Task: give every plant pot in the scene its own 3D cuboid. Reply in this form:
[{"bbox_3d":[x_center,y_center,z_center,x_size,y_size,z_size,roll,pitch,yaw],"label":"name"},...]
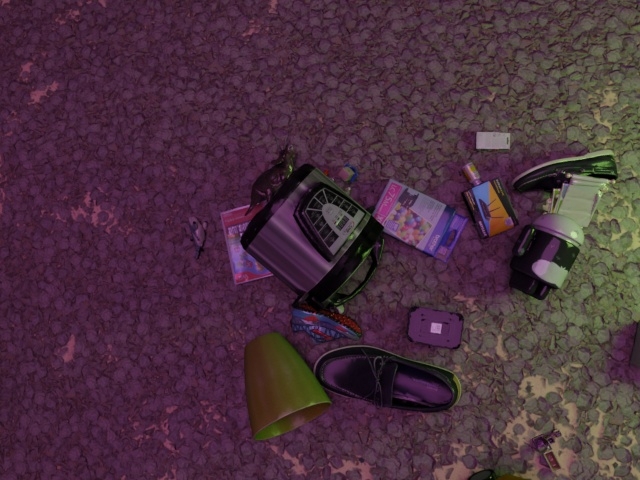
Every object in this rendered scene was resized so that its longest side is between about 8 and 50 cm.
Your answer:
[{"bbox_3d":[-0.147,0.474,1.648,0.274,0.275,0.294,-30,62,5],"label":"plant pot"}]

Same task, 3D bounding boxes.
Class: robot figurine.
[{"bbox_3d":[0.726,0.047,1.577,0.173,0.209,0.278,28,95,26],"label":"robot figurine"}]

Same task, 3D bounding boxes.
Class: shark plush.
[{"bbox_3d":[-0.473,-0.013,1.869,0.067,0.073,0.161,-3,103,28],"label":"shark plush"}]

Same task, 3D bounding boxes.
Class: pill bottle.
[{"bbox_3d":[0.535,-0.230,1.714,0.043,0.043,0.083,-28,79,5],"label":"pill bottle"}]

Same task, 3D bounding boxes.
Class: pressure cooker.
[{"bbox_3d":[-0.001,0.000,1.600,0.420,0.375,0.370,41,111,-4],"label":"pressure cooker"}]

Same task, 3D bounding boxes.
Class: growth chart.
[{"bbox_3d":[0.823,-0.114,1.594,0.171,0.021,0.237,15,127,6],"label":"growth chart"}]

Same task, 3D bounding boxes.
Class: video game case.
[{"bbox_3d":[-0.253,0.006,1.827,0.204,0.025,0.285,-15,81,7],"label":"video game case"}]

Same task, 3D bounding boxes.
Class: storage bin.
[{"bbox_3d":[0.386,0.294,1.651,0.180,0.084,0.122,8,84,11],"label":"storage bin"}]

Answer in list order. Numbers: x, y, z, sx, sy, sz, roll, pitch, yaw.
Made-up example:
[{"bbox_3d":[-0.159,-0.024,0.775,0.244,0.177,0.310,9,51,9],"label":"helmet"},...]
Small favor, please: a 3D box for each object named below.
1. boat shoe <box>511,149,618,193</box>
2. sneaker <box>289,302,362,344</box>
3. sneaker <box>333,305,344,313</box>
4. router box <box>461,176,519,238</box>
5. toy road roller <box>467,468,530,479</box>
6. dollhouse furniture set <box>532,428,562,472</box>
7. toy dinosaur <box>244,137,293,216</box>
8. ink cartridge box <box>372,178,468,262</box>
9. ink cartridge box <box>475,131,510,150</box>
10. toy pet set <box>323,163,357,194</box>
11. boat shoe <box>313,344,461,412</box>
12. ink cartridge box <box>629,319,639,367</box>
[{"bbox_3d":[0.819,-0.202,1.621,0.340,0.127,0.113,-12,69,-2],"label":"boat shoe"},{"bbox_3d":[0.018,0.313,1.718,0.261,0.104,0.125,17,103,15],"label":"sneaker"},{"bbox_3d":[0.016,0.215,1.745,0.158,0.061,0.065,42,107,19],"label":"sneaker"},{"bbox_3d":[0.583,-0.111,1.675,0.133,0.046,0.179,-24,90,5],"label":"router box"},{"bbox_3d":[0.516,0.840,1.433,0.240,0.329,0.203,-20,79,-22],"label":"toy road roller"},{"bbox_3d":[0.748,0.674,1.539,0.091,0.081,0.114,-26,79,5],"label":"dollhouse furniture set"},{"bbox_3d":[-0.176,-0.210,1.811,0.160,0.121,0.313,43,94,23],"label":"toy dinosaur"},{"bbox_3d":[0.343,-0.070,1.719,0.311,0.065,0.186,28,88,10],"label":"ink cartridge box"},{"bbox_3d":[0.610,-0.350,1.725,0.115,0.029,0.063,3,83,9],"label":"ink cartridge box"},{"bbox_3d":[0.079,-0.228,1.796,0.122,0.065,0.114,48,127,15],"label":"toy pet set"},{"bbox_3d":[0.216,0.464,1.623,0.500,0.156,0.187,9,86,12],"label":"boat shoe"},{"bbox_3d":[1.108,0.350,1.518,0.208,0.087,0.153,13,86,10],"label":"ink cartridge box"}]
